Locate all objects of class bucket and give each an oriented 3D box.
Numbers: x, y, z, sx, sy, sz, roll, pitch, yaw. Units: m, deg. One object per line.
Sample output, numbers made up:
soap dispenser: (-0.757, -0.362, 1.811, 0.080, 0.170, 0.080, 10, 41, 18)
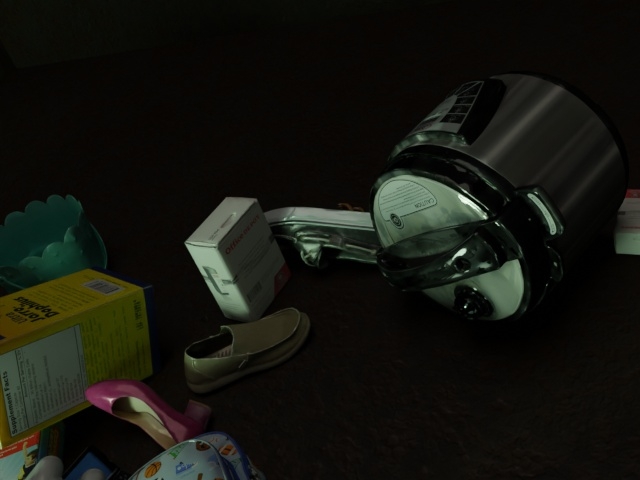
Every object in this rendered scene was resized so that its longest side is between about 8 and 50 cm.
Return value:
bucket: (-0.672, 0.039, 1.797, 0.281, 0.183, 0.281, -13, 37, 10)

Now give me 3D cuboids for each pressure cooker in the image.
pressure cooker: (0.298, -0.057, 1.296, 0.375, 0.370, 0.420, 33, 61, 29)

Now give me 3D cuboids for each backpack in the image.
backpack: (-0.181, 0.418, 1.066, 0.276, 0.213, 0.263, -28, 28, -6)

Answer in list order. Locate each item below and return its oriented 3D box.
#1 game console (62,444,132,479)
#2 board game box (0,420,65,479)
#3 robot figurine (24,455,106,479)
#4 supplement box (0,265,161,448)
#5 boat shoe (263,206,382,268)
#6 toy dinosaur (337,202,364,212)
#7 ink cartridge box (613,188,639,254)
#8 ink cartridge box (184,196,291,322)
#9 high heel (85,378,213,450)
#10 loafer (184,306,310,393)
game console: (-0.388, 0.431, 1.249, 0.107, 0.071, 0.122, 11, 47, 36)
board game box: (-0.624, 0.471, 1.300, 0.308, 0.086, 0.302, -21, 36, 0)
robot figurine: (-0.396, 0.490, 1.027, 0.200, 0.300, 0.353, -51, 26, 31)
supplement box: (-0.510, 0.204, 1.389, 0.195, 0.194, 0.356, 13, 23, 37)
boat shoe: (0.000, 0.000, 1.557, 0.335, 0.121, 0.119, 0, 74, 21)
toy dinosaur: (0.083, -0.028, 1.635, 0.211, 0.064, 0.112, -14, 65, 19)
ink cartridge box: (0.615, -0.035, 1.372, 0.099, 0.056, 0.135, 4, 42, 30)
ink cartridge box: (-0.167, 0.040, 1.519, 0.092, 0.218, 0.158, 8, 44, 33)
high heel: (-0.321, 0.325, 1.304, 0.244, 0.082, 0.117, 17, 33, 1)
loafer: (-0.144, 0.202, 1.407, 0.268, 0.092, 0.102, -28, 37, -10)
